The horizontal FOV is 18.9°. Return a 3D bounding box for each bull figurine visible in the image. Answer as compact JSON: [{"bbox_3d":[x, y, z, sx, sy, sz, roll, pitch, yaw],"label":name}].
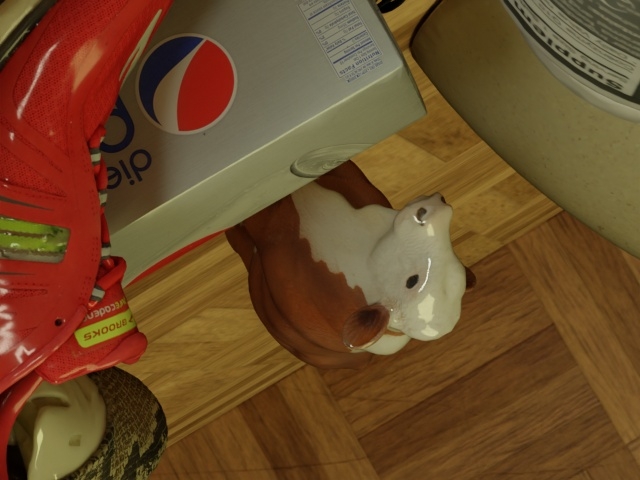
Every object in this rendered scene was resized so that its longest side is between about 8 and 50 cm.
[{"bbox_3d":[0.000,0.000,1.165,0.101,0.188,0.310,-29,172,-13],"label":"bull figurine"}]

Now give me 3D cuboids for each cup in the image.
[{"bbox_3d":[0.258,-0.109,1.251,0.331,0.237,0.331,-29,171,-5],"label":"cup"}]

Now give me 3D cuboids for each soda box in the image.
[{"bbox_3d":[-0.096,-0.037,0.924,0.286,0.091,0.098,-30,166,3],"label":"soda box"}]

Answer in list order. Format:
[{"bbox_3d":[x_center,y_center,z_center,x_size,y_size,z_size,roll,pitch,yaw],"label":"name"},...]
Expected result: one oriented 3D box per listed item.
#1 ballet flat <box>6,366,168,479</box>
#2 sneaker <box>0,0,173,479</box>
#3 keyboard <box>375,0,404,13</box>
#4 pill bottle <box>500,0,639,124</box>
[{"bbox_3d":[-0.288,0.165,1.361,0.482,0.164,0.182,-22,148,-36],"label":"ballet flat"},{"bbox_3d":[-0.115,0.002,0.805,0.279,0.118,0.107,-62,168,13],"label":"sneaker"},{"bbox_3d":[0.044,-0.142,0.996,0.192,0.038,0.100,-34,171,33],"label":"keyboard"},{"bbox_3d":[0.156,-0.158,0.692,0.210,0.210,0.363,-30,172,-1],"label":"pill bottle"}]
